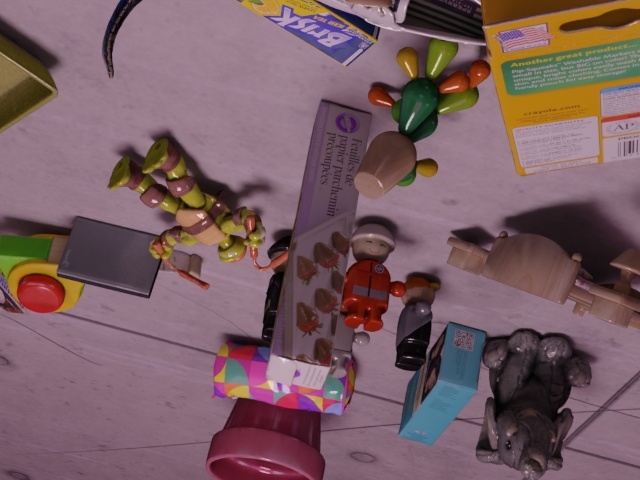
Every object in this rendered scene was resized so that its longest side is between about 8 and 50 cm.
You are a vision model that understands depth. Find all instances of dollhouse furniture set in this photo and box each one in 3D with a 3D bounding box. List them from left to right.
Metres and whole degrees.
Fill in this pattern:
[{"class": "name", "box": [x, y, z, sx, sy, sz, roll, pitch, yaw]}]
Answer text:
[{"class": "dollhouse furniture set", "box": [0.393, 0.028, 1.361, 0.303, 0.174, 0.355, 22, 180, -37]}]

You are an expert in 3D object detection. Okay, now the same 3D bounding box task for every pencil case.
[{"class": "pencil case", "box": [-0.060, 0.225, 1.801, 0.236, 0.104, 0.104, 6, 148, 13]}]

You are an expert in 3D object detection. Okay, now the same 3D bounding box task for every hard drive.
[{"class": "hard drive", "box": [-0.296, 0.024, 1.571, 0.135, 0.094, 0.022, 13, 150, 1]}]

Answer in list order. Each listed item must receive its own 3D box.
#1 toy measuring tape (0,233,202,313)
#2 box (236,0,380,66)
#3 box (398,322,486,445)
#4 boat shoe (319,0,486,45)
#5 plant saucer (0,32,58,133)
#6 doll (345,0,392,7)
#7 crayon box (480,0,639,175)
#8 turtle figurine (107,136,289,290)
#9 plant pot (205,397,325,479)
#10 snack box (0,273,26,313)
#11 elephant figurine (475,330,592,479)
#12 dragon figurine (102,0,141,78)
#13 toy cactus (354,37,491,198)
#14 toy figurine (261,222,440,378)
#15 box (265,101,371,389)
[{"class": "toy measuring tape", "box": [-0.341, 0.056, 1.634, 0.329, 0.121, 0.121, 5, 149, -2]}, {"class": "box", "box": [-0.022, -0.240, 1.074, 0.168, 0.054, 0.059, 27, 147, -22]}, {"class": "box", "box": [0.184, 0.226, 1.702, 0.060, 0.101, 0.244, 16, 149, -3]}, {"class": "boat shoe", "box": [0.072, -0.234, 1.005, 0.226, 0.076, 0.083, 10, 119, -9]}, {"class": "plant saucer", "box": [-0.422, -0.209, 1.293, 0.188, 0.045, 0.188, 35, 143, -31]}, {"class": "doll", "box": [0.053, -0.288, 0.894, 0.046, 0.129, 0.189, 14, 116, 22]}, {"class": "crayon box", "box": [0.252, -0.161, 0.951, 0.203, 0.083, 0.323, -8, 162, 13]}, {"class": "turtle figurine", "box": [-0.152, -0.038, 1.423, 0.269, 0.087, 0.217, -8, 136, 46]}, {"class": "plant pot", "box": [-0.080, 0.326, 1.891, 0.201, 0.180, 0.201, 10, 148, 6]}, {"class": "snack box", "box": [-0.546, 0.066, 1.809, 0.064, 0.022, 0.178, 4, 148, 18]}, {"class": "elephant figurine", "box": [0.291, 0.265, 1.586, 0.169, 0.240, 0.186, -14, 139, 38]}, {"class": "dragon figurine", "box": [-0.081, -0.259, 0.927, 0.085, 0.289, 0.144, 53, 165, -19]}, {"class": "toy cactus", "box": [0.084, -0.117, 1.126, 0.112, 0.180, 0.219, 36, 143, 3]}, {"class": "toy figurine", "box": [0.041, 0.082, 1.496, 0.213, 0.148, 0.209, -12, 146, 33]}, {"class": "box", "box": [0.000, 0.000, 1.191, 0.063, 0.324, 0.067, 13, 150, -4]}]
